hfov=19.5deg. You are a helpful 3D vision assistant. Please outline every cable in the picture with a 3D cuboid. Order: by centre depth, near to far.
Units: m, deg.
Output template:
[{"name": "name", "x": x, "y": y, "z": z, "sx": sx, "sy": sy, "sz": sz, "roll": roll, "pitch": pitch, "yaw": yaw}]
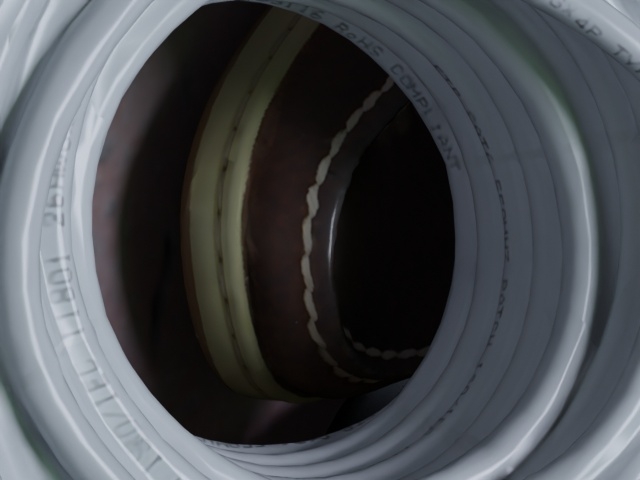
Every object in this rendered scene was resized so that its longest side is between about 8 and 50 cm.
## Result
[{"name": "cable", "x": 0.000, "y": 0.000, "z": 0.374, "sx": 0.257, "sy": 0.089, "sz": 0.257, "roll": -26, "pitch": 101, "yaw": -23}]

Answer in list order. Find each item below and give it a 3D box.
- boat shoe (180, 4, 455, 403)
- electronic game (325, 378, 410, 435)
[{"name": "boat shoe", "x": 0.107, "y": -0.047, "z": 0.528, "sx": 0.342, "sy": 0.123, "sz": 0.123, "roll": -26, "pitch": 117, "yaw": -43}, {"name": "electronic game", "x": 0.094, "y": 0.118, "z": 0.513, "sx": 0.229, "sy": 0.048, "sz": 0.229, "roll": 25, "pitch": 39, "yaw": -23}]
